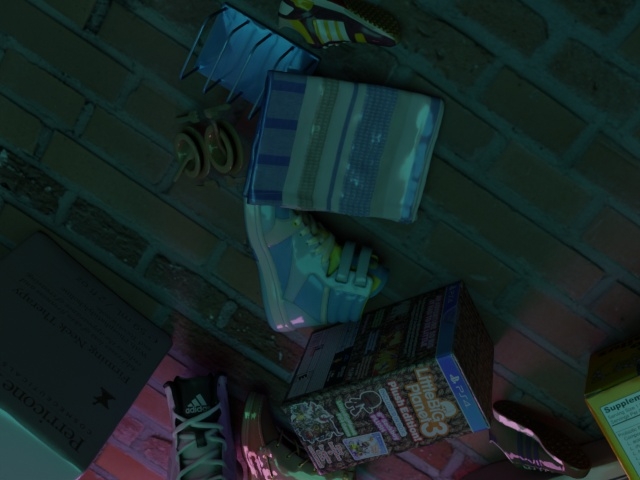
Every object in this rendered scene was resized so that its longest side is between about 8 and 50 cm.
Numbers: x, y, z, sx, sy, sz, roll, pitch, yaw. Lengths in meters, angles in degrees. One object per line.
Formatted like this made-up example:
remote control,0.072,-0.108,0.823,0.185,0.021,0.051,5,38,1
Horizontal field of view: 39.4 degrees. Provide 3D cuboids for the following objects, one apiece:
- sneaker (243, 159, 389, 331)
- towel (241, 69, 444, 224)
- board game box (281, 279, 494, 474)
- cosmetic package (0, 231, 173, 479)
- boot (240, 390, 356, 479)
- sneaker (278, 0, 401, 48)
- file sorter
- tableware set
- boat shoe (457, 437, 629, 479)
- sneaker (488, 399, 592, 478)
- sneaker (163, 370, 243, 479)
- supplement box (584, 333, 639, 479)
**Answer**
sneaker,0.000,0.000,1.426,0.208,0.127,0.318,-2,121,15
towel,0.038,-0.133,1.328,0.285,0.034,0.209,6,110,-20
board game box,0.116,0.217,1.434,0.291,0.232,0.141,-21,108,21
cosmetic package,-0.520,0.263,1.511,0.329,0.393,0.327,40,116,-7
boot,-0.035,0.388,1.621,0.204,0.095,0.261,0,115,14
sneaker,0.027,-0.314,1.313,0.186,0.069,0.083,26,126,7
file sorter,-0.109,-0.256,1.344,0.170,0.104,0.118,30,117,-2
tableware set,-0.182,-0.138,1.379,0.194,0.039,0.128,-2,108,56
boat shoe,0.397,0.459,1.533,0.341,0.127,0.158,-18,101,19
sneaker,0.361,0.353,1.500,0.192,0.064,0.086,34,126,36
sneaker,-0.216,0.371,1.474,0.169,0.447,0.257,-11,105,-4
supplement box,0.575,0.318,1.354,0.194,0.195,0.356,-29,92,22
